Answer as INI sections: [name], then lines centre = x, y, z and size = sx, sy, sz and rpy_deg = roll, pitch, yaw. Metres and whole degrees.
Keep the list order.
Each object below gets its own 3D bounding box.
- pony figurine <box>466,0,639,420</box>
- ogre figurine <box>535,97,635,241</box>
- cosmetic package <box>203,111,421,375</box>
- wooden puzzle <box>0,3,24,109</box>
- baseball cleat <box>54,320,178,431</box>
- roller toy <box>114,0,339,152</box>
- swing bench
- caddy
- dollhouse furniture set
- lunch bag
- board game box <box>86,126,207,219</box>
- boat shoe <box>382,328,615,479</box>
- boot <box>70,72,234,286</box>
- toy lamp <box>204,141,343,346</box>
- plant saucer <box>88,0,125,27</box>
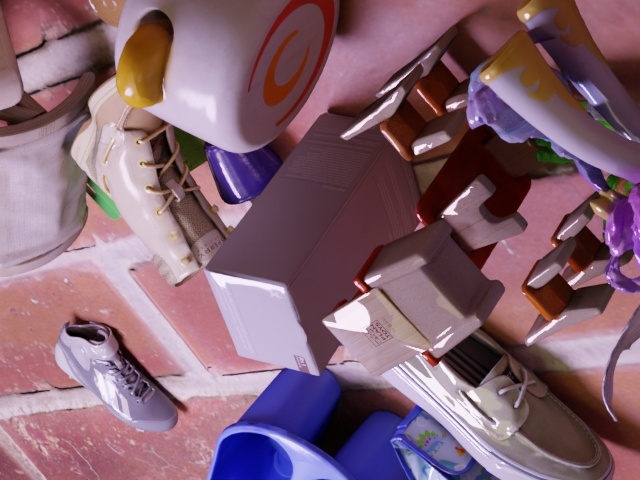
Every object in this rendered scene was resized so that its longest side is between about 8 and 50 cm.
[pony figurine]
centre = 0.283, -0.046, 1.042
size = 0.363, 0.351, 0.303
rpy_deg = 42, -179, -8
[ogre figurine]
centre = 0.258, -0.065, 1.227
size = 0.197, 0.096, 0.118
rpy_deg = 59, 161, -3
[cosmetic package]
centre = 0.000, 0.000, 1.401
size = 0.107, 0.238, 0.127
rpy_deg = 13, 137, 32
[wooden puzzle]
centre = -0.441, -0.223, 1.506
size = 0.044, 0.220, 0.239
rpy_deg = 82, 169, -74
[baseball cleat]
centre = -0.283, 0.188, 2.023
size = 0.205, 0.072, 0.109
rpy_deg = 30, 138, 6
[roller toy]
centre = -0.089, -0.186, 1.309
size = 0.146, 0.209, 0.191
rpy_deg = 27, 173, 19
[swing bench]
centre = -0.398, -0.102, 1.644
size = 0.254, 0.165, 0.253
rpy_deg = 26, 142, 9
[caddy]
centre = -0.018, 0.316, 1.830
size = 0.241, 0.179, 0.341
rpy_deg = 32, 145, 11
[dollhouse furniture set]
centre = 0.117, -0.009, 1.268
size = 0.262, 0.259, 0.135
rpy_deg = 47, 135, -9
[lunch bag]
centre = 0.158, 0.229, 1.612
size = 0.151, 0.129, 0.096
rpy_deg = 50, 144, -13
[board game box]
centre = -0.216, -0.109, 1.656
size = 0.124, 0.039, 0.259
rpy_deg = 48, 142, -11
[boat shoe]
centre = 0.181, 0.166, 1.543
size = 0.302, 0.109, 0.094
rpy_deg = 33, 143, 14
[boot]
centre = -0.158, -0.069, 1.495
size = 0.203, 0.095, 0.262
rpy_deg = 55, 150, 6
[toy lamp]
centre = -0.034, -0.007, 1.568
size = 0.080, 0.080, 0.275
rpy_deg = -6, 128, 46
[plant saucer]
centre = -0.216, -0.250, 1.513
size = 0.083, 0.015, 0.083
rpy_deg = 25, 143, 20
